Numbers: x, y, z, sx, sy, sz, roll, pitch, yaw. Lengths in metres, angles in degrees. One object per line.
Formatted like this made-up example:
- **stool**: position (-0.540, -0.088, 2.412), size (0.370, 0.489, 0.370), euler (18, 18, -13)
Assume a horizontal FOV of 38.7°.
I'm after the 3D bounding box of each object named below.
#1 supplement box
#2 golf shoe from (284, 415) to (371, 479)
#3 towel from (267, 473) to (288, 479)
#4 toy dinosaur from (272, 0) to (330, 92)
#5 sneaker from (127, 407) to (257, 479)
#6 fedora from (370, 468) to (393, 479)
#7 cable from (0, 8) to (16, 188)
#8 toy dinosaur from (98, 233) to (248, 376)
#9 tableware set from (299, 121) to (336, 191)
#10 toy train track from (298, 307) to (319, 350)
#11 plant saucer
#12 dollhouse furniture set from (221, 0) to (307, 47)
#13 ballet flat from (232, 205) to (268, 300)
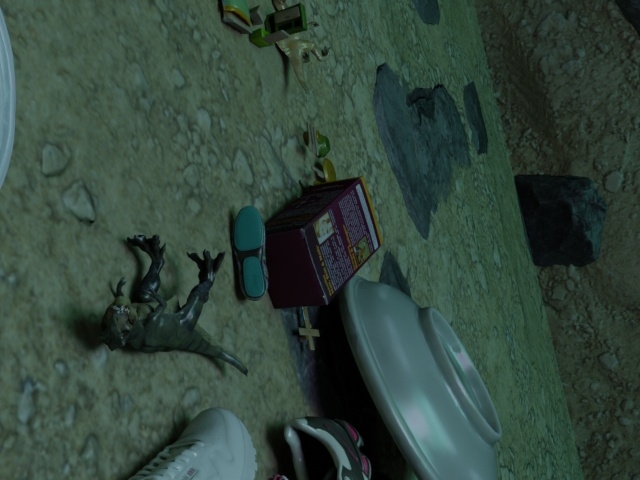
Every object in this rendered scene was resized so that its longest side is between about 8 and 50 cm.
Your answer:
- **supplement box**: position (0.000, 0.000, 1.180), size (0.188, 0.081, 0.104), euler (-43, 119, -54)
- **golf shoe**: position (0.034, 0.319, 1.029), size (0.273, 0.105, 0.120), euler (55, 8, 33)
- **towel**: position (-0.060, 0.357, 0.927), size (0.197, 0.029, 0.144), euler (-52, 127, -40)
- **toy dinosaur**: position (-0.035, -0.281, 1.330), size (0.092, 0.053, 0.183), euler (4, 68, -50)
- **sneaker**: position (-0.128, 0.227, 0.810), size (0.095, 0.090, 0.235), euler (55, 29, -25)
- **fedora**: position (0.125, 0.431, 1.235), size (0.275, 0.124, 0.244), euler (51, 35, -47)
- **cable**: position (-0.288, -0.100, 0.541), size (0.257, 0.089, 0.257), euler (42, 50, -61)
- **toy dinosaur**: position (-0.141, 0.061, 0.890), size (0.268, 0.064, 0.118), euler (30, 58, -63)
- **tableware set**: position (-0.002, -0.091, 1.330), size (0.104, 0.024, 0.154), euler (23, 57, -66)
- **toy train track**: position (-0.023, 0.105, 1.196), size (0.048, 0.014, 0.083), euler (15, 59, -57)
- **plant saucer**: position (0.168, 0.210, 1.316), size (0.400, 0.100, 0.400), euler (56, 13, -20)
- **dollhouse furniture set**: position (-0.075, -0.309, 1.216), size (0.151, 0.058, 0.076), euler (16, 64, -65)
- **ballet flat**: position (-0.083, 0.017, 1.078), size (0.041, 0.041, 0.114), euler (24, 58, -62)
